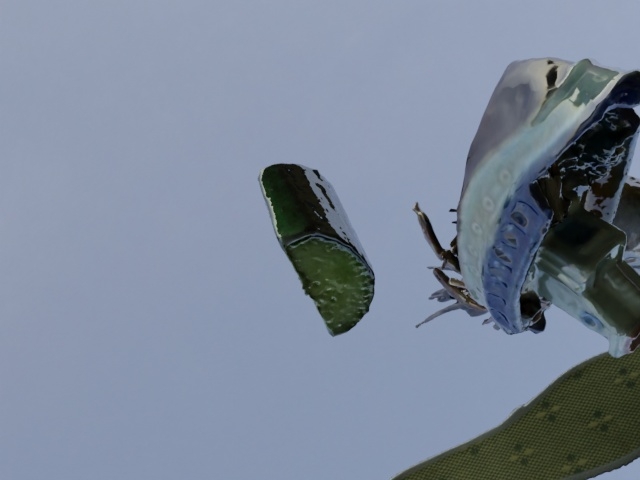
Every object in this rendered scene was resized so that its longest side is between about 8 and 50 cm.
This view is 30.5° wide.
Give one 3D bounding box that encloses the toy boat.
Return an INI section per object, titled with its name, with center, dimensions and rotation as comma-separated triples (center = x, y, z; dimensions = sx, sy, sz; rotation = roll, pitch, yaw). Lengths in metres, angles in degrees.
[toy boat]
center = 0.157, -0.010, 0.716
dimensions = 0.115, 0.262, 0.114
rotation = 32, -120, 30

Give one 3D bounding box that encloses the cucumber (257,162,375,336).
[cucumber]
center = 0.000, 0.000, 0.996
dimensions = 0.062, 0.116, 0.115
rotation = -26, -136, 0

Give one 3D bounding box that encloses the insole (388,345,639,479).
[insole]
center = 0.200, 0.182, 1.062
dimensions = 0.322, 0.007, 0.109
rotation = -27, -128, 0

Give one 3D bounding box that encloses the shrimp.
[shrimp]
center = 0.158, 0.013, 0.975
dimensions = 0.145, 0.343, 0.117
rotation = -7, -100, -26
